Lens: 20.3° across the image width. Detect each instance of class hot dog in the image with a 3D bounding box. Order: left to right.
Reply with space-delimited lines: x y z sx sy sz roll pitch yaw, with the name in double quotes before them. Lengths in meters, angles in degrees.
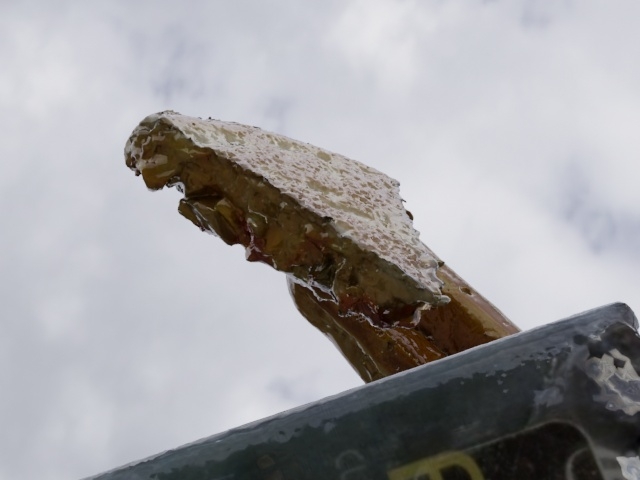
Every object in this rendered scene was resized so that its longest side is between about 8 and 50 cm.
"hot dog" 0.062 0.059 1.085 0.092 0.235 0.062 -40 -30 -8

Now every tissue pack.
"tissue pack" 0.035 0.139 0.660 0.236 0.173 0.073 -17 -16 -10

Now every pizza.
"pizza" 0.000 0.000 0.946 0.188 0.199 0.062 11 -70 -36
